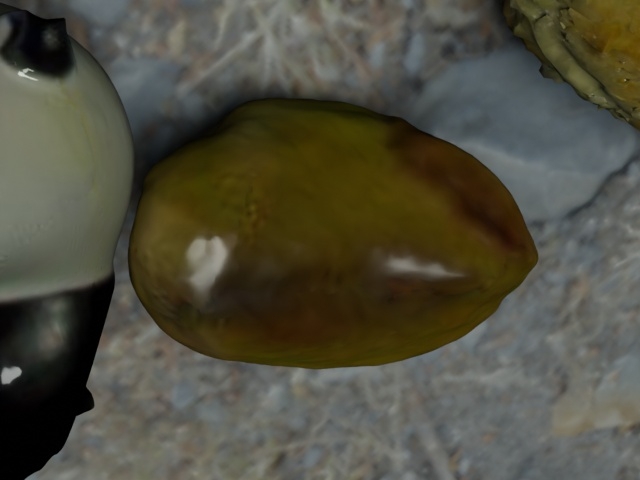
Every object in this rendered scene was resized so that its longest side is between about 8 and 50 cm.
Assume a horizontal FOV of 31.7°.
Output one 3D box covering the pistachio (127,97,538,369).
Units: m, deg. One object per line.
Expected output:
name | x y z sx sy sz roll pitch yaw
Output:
pistachio | 0.000 0.002 0.478 0.189 0.100 0.110 -2 138 -32

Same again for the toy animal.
toy animal | -0.142 0.001 0.408 0.138 0.166 0.179 3 100 -24

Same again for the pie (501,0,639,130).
pie | 0.192 -0.140 0.423 0.308 0.085 0.308 -5 141 -4
